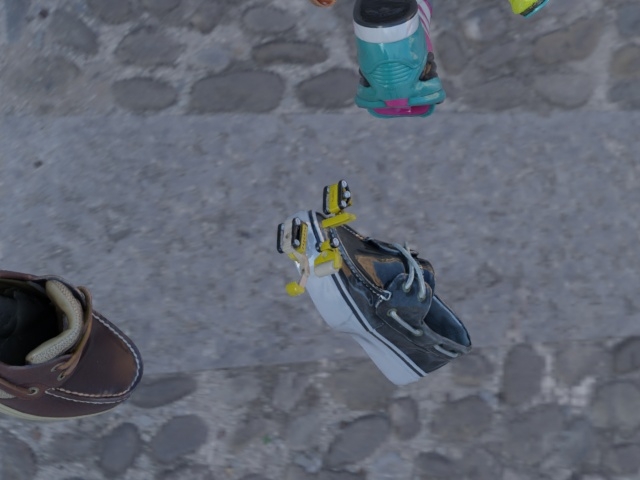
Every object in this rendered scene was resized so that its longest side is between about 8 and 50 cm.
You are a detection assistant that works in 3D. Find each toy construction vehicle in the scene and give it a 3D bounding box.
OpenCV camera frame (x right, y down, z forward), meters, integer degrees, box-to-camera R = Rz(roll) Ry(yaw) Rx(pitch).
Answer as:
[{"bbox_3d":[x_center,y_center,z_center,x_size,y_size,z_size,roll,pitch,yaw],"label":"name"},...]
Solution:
[{"bbox_3d":[0.000,0.000,1.356,0.035,0.086,0.098,31,48,-41],"label":"toy construction vehicle"}]

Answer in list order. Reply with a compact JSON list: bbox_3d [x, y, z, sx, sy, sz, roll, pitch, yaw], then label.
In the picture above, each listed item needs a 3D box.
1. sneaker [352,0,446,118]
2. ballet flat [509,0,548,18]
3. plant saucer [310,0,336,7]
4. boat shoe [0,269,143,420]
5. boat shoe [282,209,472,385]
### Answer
[{"bbox_3d":[0.110,-0.256,1.870,0.124,0.295,0.178,0,117,12],"label":"sneaker"},{"bbox_3d":[0.283,-0.352,1.848,0.077,0.231,0.077,-40,92,24],"label":"ballet flat"},{"bbox_3d":[0.001,-0.251,1.243,0.083,0.013,0.083,-25,119,-59],"label":"plant saucer"},{"bbox_3d":[-0.266,0.089,1.275,0.342,0.123,0.123,33,59,-49],"label":"boat shoe"},{"bbox_3d":[0.071,0.049,1.543,0.335,0.119,0.121,45,24,-52],"label":"boat shoe"}]
